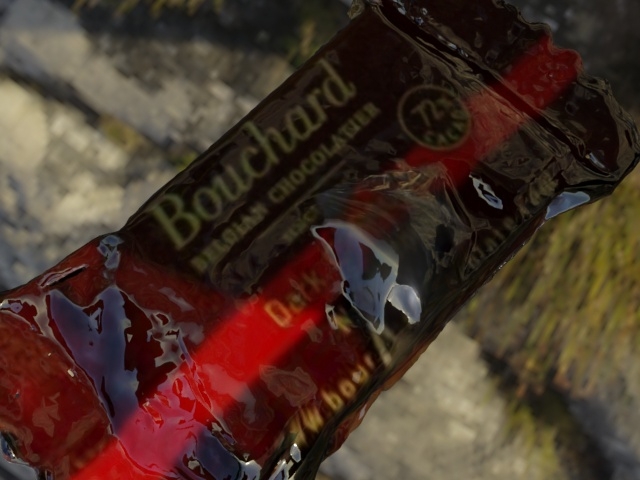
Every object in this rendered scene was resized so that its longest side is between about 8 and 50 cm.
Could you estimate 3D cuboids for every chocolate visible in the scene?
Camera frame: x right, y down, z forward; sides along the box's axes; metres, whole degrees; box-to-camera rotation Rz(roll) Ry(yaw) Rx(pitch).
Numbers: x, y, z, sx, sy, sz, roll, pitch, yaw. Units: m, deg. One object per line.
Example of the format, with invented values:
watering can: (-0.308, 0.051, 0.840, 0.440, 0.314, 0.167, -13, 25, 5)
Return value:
chocolate: (0.000, 0.000, 0.450, 0.086, 0.182, 0.028, 46, 154, 8)
